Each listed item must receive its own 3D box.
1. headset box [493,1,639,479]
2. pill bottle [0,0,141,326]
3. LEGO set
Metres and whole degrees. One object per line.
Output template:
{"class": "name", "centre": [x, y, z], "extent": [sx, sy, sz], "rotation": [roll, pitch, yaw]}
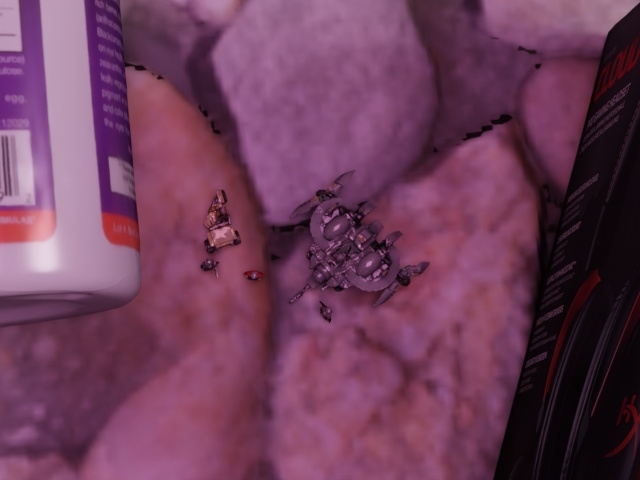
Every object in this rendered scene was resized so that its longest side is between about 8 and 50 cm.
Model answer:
{"class": "headset box", "centre": [0.140, 0.028, 0.593], "extent": [0.110, 0.218, 0.293], "rotation": [16, 81, -5]}
{"class": "pill bottle", "centre": [-0.120, -0.071, 0.630], "extent": [0.108, 0.108, 0.193], "rotation": [-4, 82, -8]}
{"class": "LEGO set", "centre": [-0.001, 0.002, 0.677], "extent": [0.083, 0.023, 0.054], "rotation": [-8, 83, -8]}
